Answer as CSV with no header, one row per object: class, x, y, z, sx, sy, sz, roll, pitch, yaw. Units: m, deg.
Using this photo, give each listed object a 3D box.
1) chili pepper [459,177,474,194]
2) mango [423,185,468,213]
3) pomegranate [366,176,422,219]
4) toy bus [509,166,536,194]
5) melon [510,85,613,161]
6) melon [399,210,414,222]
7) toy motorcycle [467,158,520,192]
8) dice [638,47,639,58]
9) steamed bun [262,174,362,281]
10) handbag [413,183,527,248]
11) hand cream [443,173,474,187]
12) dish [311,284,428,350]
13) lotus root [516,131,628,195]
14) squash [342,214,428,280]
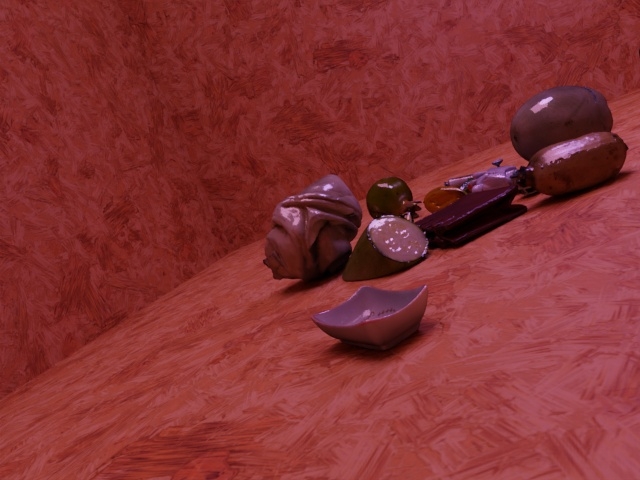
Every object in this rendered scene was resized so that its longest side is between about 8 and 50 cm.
chili pepper,0.592,-0.206,2.006,0.204,0.073,0.072,-25,-6,-21
mango,0.444,-0.145,1.876,0.188,0.101,0.066,-14,12,46
pomegranate,0.297,-0.167,2.136,0.198,0.198,0.246,-28,9,-31
toy bus,0.673,-0.204,1.630,0.194,0.088,0.087,-28,10,-29
melon,0.814,-0.381,1.781,0.331,0.268,0.268,-15,7,-4
melon,0.246,-0.029,1.808,0.160,0.079,0.128,-26,-10,-12
toy motorcycle,0.586,-0.198,1.794,0.171,0.110,0.260,-26,11,-12
dice,0.806,-0.293,0.956,0.319,0.330,0.322,-24,6,31
steamed bun,0.000,0.000,1.715,0.394,0.237,0.347,-54,-30,14
handbag,0.408,-0.067,1.512,0.276,0.084,0.260,-26,8,-18
hand cream,0.670,-0.275,2.356,0.234,0.050,0.080,-15,6,17
dish,0.097,0.146,0.980,0.151,0.077,0.212,-26,7,-28
lotus root,0.669,-0.199,1.416,0.285,0.146,0.160,-14,-10,7
squash,0.179,0.066,1.509,0.189,0.189,0.260,-29,-27,-35
